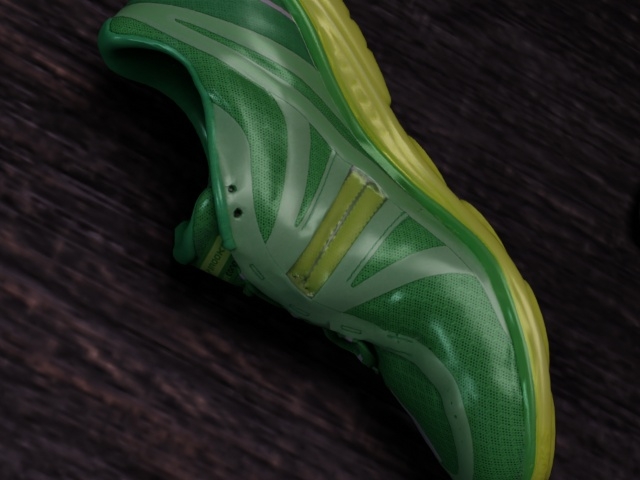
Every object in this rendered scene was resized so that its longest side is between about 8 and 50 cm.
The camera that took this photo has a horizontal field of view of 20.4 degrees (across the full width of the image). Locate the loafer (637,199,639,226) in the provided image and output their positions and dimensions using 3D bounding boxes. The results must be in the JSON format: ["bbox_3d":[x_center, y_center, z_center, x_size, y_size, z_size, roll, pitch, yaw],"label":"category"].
[{"bbox_3d":[0.284,-0.054,0.998,0.267,0.084,0.096,-23,73,-39],"label":"loafer"}]

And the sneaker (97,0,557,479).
[{"bbox_3d":[0.000,0.000,0.802,0.123,0.109,0.295,-30,79,-17],"label":"sneaker"}]
